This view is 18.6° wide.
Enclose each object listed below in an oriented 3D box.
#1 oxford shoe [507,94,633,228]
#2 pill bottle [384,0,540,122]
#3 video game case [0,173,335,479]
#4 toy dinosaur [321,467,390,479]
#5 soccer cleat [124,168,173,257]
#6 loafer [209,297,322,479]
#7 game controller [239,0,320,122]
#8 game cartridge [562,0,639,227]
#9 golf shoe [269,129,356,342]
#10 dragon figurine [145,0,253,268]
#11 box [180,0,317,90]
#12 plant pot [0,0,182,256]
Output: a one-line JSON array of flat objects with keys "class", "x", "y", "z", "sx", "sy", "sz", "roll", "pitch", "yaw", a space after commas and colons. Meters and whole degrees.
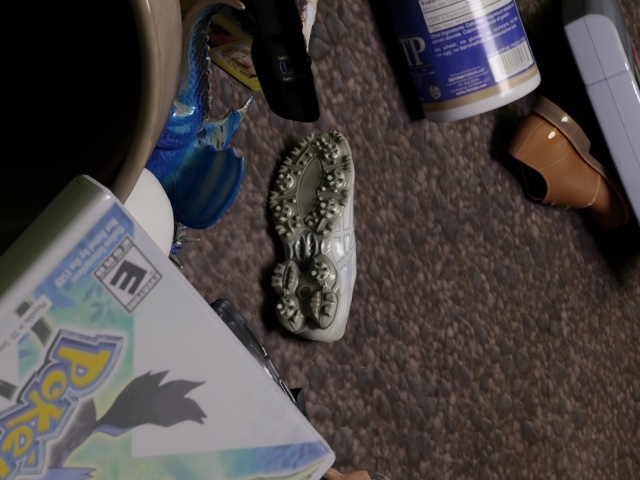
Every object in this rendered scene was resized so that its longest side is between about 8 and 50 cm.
[{"class": "oxford shoe", "x": 0.239, "y": -0.060, "z": 1.908, "sx": 0.076, "sy": 0.076, "sz": 0.212, "roll": -50, "pitch": 137, "yaw": -1}, {"class": "pill bottle", "x": 0.117, "y": -0.209, "z": 1.743, "sx": 0.112, "sy": 0.112, "sz": 0.187, "roll": -33, "pitch": 107, "yaw": -50}, {"class": "video game case", "x": -0.166, "y": 0.170, "z": 1.136, "sx": 0.329, "sy": 0.036, "sz": 0.300, "roll": -49, "pitch": 136, "yaw": -12}, {"class": "toy dinosaur", "x": -0.064, "y": 0.296, "z": 1.393, "sx": 0.295, "sy": 0.127, "sz": 0.200, "roll": -26, "pitch": 94, "yaw": -39}, {"class": "soccer cleat", "x": -0.183, "y": 0.079, "z": 1.210, "sx": 0.331, "sy": 0.143, "sz": 0.116, "roll": -48, "pitch": 120, "yaw": -26}, {"class": "loafer", "x": -0.034, "y": 0.144, "z": 1.493, "sx": 0.078, "sy": 0.076, "sz": 0.223, "roll": -48, "pitch": 115, "yaw": -37}, {"class": "game controller", "x": -0.040, "y": -0.195, "z": 1.352, "sx": 0.319, "sy": 0.067, "sz": 0.166, "roll": 72, "pitch": -5, "yaw": -74}, {"class": "game cartridge", "x": 0.316, "y": -0.108, "z": 1.954, "sx": 0.196, "sy": 0.060, "sz": 0.294, "roll": -66, "pitch": 134, "yaw": -66}, {"class": "golf shoe", "x": 0.000, "y": 0.000, "z": 1.600, "sx": 0.086, "sy": 0.069, "sz": 0.176, "roll": 45, "pitch": 49, "yaw": -62}, {"class": "dragon figurine", "x": -0.097, "y": -0.067, "z": 1.346, "sx": 0.144, "sy": 0.289, "sz": 0.085, "roll": 32, "pitch": 36, "yaw": -22}, {"class": "box", "x": -0.098, "y": -0.210, "z": 1.518, "sx": 0.232, "sy": 0.058, "sz": 0.087, "roll": 33, "pitch": 57, "yaw": -42}, {"class": "plant pot", "x": -0.214, "y": -0.170, "z": 1.203, "sx": 0.323, "sy": 0.323, "sz": 0.280, "roll": 63, "pitch": 24, "yaw": -20}]
